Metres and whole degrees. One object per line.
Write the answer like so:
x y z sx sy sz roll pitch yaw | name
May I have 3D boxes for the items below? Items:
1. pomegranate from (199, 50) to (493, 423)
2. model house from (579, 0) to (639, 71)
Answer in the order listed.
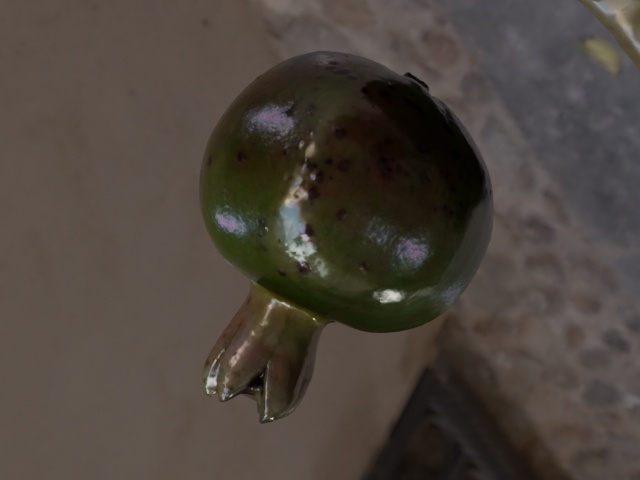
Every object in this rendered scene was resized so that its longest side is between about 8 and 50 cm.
0.000 0.000 0.707 0.114 0.142 0.114 28 -179 -1 | pomegranate
0.312 -0.148 0.728 0.382 0.334 0.343 -43 76 18 | model house
